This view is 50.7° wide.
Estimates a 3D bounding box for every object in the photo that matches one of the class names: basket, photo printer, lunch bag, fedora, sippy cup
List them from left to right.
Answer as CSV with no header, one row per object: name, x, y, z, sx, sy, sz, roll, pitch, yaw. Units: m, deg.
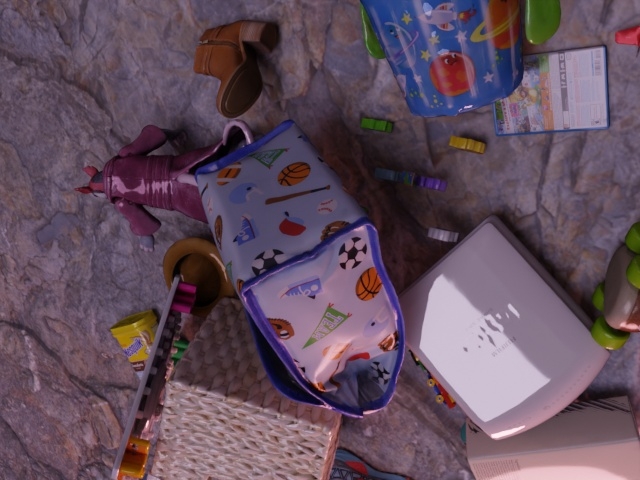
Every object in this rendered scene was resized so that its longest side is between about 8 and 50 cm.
fedora,-0.246,0.071,1.448,0.194,0.079,0.194,11,115,24
basket,-0.113,0.323,1.308,0.328,0.331,0.267,16,115,5
lunch bag,-0.020,0.066,1.085,0.238,0.328,0.386,-27,132,-1
sippy cup,0.177,-0.300,0.936,0.240,0.305,0.224,-16,112,9
photo printer,0.287,0.152,1.101,0.256,0.107,0.307,-42,83,14

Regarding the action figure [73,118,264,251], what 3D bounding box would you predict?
action figure,-0.284,-0.095,1.259,0.370,0.276,0.248,0,93,1

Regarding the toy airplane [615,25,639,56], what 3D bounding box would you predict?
toy airplane,0.439,-0.316,0.892,0.151,0.028,0.151,12,118,24

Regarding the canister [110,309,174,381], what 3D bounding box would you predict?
canister,-0.423,0.266,1.649,0.126,0.073,0.170,-17,105,35

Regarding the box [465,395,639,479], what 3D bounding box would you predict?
box,0.393,0.349,1.144,0.275,0.094,0.113,-13,123,19

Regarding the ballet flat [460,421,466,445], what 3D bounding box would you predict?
ballet flat,0.340,0.304,1.232,0.073,0.080,0.232,20,128,-12

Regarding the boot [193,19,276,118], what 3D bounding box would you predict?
boot,-0.171,-0.298,1.184,0.152,0.197,0.073,9,155,34

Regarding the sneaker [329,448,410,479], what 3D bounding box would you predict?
sneaker,0.103,0.557,1.445,0.261,0.125,0.104,18,121,23

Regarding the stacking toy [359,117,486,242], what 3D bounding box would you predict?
stacking toy,0.149,-0.103,1.127,0.221,0.052,0.167,17,97,30

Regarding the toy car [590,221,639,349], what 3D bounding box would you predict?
toy car,0.515,0.087,0.981,0.188,0.149,0.155,17,132,9

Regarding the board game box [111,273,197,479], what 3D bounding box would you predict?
board game box,-0.328,0.322,1.376,0.050,0.390,0.390,14,149,-4

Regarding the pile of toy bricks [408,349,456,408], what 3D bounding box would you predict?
pile of toy bricks,0.219,0.188,1.231,0.105,0.118,0.212,-30,79,9

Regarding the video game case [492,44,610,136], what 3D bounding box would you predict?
video game case,0.339,-0.219,1.006,0.166,0.015,0.119,1,113,30
